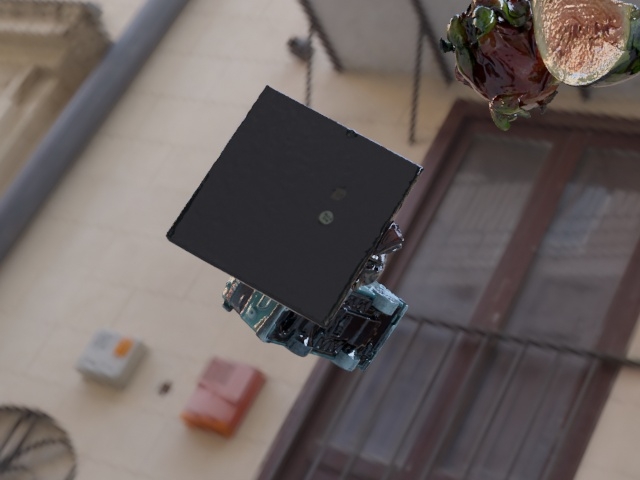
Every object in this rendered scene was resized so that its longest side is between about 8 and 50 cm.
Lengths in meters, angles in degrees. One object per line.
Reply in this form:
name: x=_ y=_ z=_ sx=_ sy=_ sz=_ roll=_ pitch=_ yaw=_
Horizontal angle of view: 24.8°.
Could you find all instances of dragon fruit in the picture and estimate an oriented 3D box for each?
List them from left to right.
dragon fruit: x=0.183 y=-0.202 z=1.512 sx=0.138 sy=0.142 sz=0.175 roll=-8 pitch=-16 yaw=35

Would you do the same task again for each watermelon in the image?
watermelon: x=0.238 y=-0.165 z=1.273 sx=0.087 sy=0.069 sz=0.163 roll=41 pitch=-5 yaw=-24

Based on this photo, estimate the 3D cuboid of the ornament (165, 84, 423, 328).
ornament: x=0.000 y=0.000 z=1.234 sx=0.166 sy=0.153 sz=0.196 roll=30 pitch=-9 yaw=17

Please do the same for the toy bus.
toy bus: x=-0.011 y=0.083 z=2.008 sx=0.147 sy=0.128 sz=0.256 roll=40 pitch=11 yaw=36
